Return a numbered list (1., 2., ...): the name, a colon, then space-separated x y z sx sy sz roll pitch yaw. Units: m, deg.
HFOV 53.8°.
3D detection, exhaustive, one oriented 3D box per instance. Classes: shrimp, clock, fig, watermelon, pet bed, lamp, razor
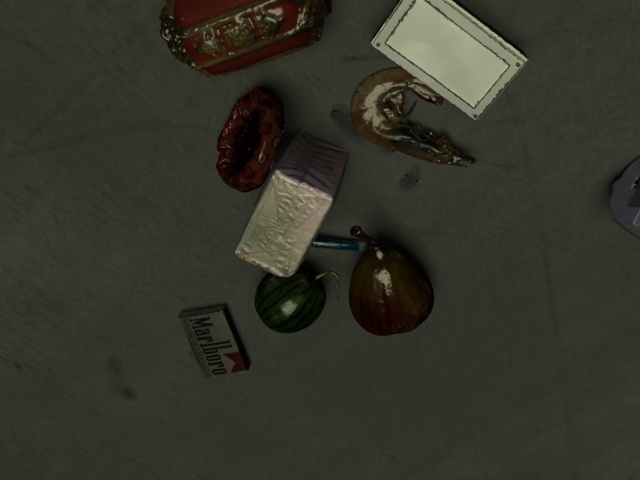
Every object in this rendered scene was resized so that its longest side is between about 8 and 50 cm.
1. shrimp: 0.175 -0.214 1.135 0.251 0.052 0.143 24 117 -4
2. clock: 0.655 -0.027 1.105 0.254 0.189 0.189 39 117 -19
3. fig: 0.119 0.066 1.234 0.170 0.145 0.274 -14 130 15
4. watermelon: -0.046 0.108 1.300 0.187 0.140 0.140 -37 108 13
5. pet bed: -0.126 -0.179 1.130 0.054 0.201 0.201 14 125 -34
6. lamp: -0.122 -0.373 1.027 0.274 0.177 0.177 -14 115 14
7. razor: -0.001 0.002 1.287 0.191 0.037 0.068 9 118 4

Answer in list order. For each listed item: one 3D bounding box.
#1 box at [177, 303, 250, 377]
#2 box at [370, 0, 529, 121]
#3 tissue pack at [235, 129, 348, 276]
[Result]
1. box: -0.243 0.233 1.453 0.115 0.036 0.177 -10 116 14
2. box: 0.212 -0.322 1.051 0.225 0.086 0.129 33 118 -9
3. tissue pack: -0.046 -0.071 1.148 0.124 0.225 0.185 25 119 -4
